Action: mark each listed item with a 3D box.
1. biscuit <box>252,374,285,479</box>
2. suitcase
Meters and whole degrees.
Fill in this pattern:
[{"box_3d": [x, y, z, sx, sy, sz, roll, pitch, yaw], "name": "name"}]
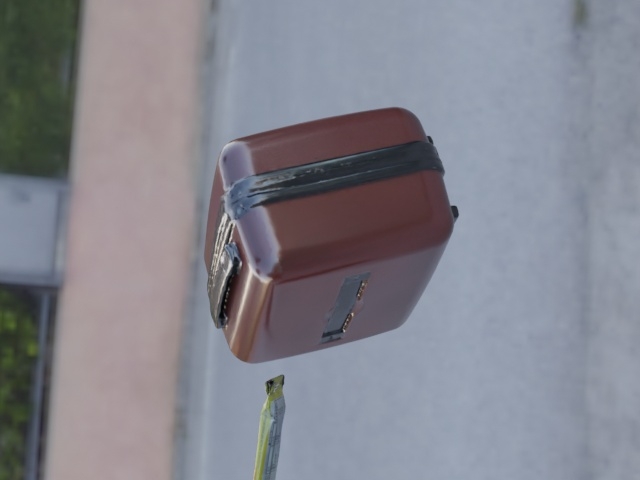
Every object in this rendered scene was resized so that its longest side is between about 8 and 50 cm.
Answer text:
[{"box_3d": [-0.064, 0.284, 1.721, 0.048, 0.026, 0.291, -32, -49, -74], "name": "biscuit"}, {"box_3d": [0.000, 0.000, 1.674, 0.297, 0.236, 0.161, 109, 146, -66], "name": "suitcase"}]
